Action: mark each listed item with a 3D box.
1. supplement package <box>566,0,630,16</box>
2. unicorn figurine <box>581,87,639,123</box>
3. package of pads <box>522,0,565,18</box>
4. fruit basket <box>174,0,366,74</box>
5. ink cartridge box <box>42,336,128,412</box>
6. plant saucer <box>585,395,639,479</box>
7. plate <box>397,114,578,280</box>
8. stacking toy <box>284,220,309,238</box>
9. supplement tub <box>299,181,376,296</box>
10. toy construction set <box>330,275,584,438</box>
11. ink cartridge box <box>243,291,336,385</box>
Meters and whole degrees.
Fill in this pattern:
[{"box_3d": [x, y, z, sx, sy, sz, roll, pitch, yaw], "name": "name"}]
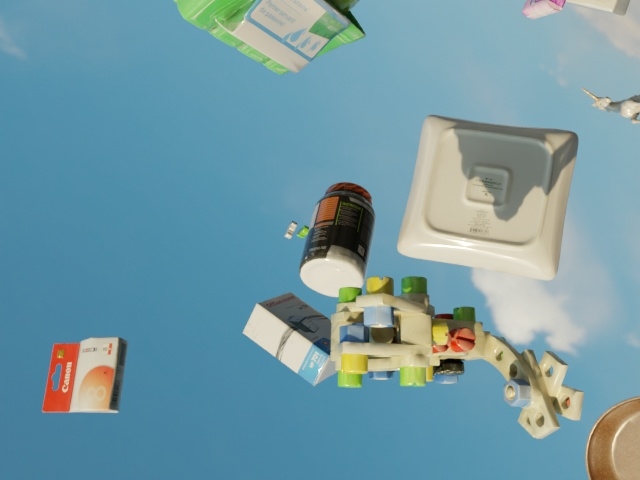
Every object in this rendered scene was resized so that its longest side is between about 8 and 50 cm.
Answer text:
[{"box_3d": [0.483, -0.481, 1.232, 0.105, 0.179, 0.105, 25, -156, 27], "name": "supplement package"}, {"box_3d": [0.564, -0.244, 1.298, 0.162, 0.060, 0.111, -10, -160, -11], "name": "unicorn figurine"}, {"box_3d": [0.374, -0.400, 1.220, 0.032, 0.050, 0.083, 24, 180, -18], "name": "package of pads"}, {"box_3d": [0.019, -0.325, 0.717, 0.327, 0.353, 0.165, 13, -131, -63], "name": "fruit basket"}, {"box_3d": [-0.474, 0.265, 1.453, 0.045, 0.179, 0.145, 53, -143, -64], "name": "ink cartridge box"}, {"box_3d": [0.437, 0.286, 0.919, 0.036, 0.198, 0.198, -11, -115, -52], "name": "plant saucer"}, {"box_3d": [0.292, -0.088, 1.284, 0.045, 0.277, 0.278, 54, -132, -70], "name": "plate"}, {"box_3d": [0.000, 0.000, 2.077, 0.167, 0.221, 0.052, 26, -97, -13], "name": "stacking toy"}, {"box_3d": [0.035, -0.005, 1.303, 0.117, 0.117, 0.190, 31, -131, -20], "name": "supplement tub"}, {"box_3d": [0.148, 0.129, 0.882, 0.328, 0.215, 0.151, 22, -112, -19], "name": "toy construction set"}, {"box_3d": [-0.039, 0.197, 1.508, 0.191, 0.082, 0.140, 34, -158, 20], "name": "ink cartridge box"}]
